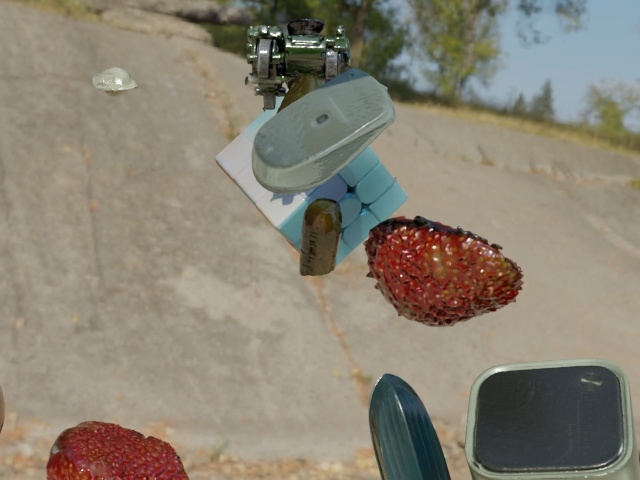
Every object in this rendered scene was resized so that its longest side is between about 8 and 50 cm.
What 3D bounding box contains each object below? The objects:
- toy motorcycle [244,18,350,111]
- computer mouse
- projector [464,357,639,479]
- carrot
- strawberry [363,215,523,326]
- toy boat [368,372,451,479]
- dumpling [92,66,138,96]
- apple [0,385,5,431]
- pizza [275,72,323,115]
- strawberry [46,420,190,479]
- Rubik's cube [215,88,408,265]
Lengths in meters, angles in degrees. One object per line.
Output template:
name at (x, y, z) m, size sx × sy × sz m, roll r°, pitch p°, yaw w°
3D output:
toy motorcycle at (-0.046, -0.342, 1.928) m, size 0.205 × 0.127 × 0.275 m, roll 1°, pitch -11°, yaw 0°
computer mouse at (0.002, -0.152, 1.454) m, size 0.128 × 0.231 × 0.079 m, roll 61°, pitch 3°, yaw 34°
projector at (0.378, 0.362, 1.595) m, size 0.248 × 0.249 × 0.248 m, roll -6°, pitch 35°, yaw 18°
carrot at (0.000, 0.000, 1.985) m, size 0.082 × 0.173 × 0.082 m, roll 3°, pitch 33°, yaw -2°
strawberry at (0.188, 0.062, 1.662) m, size 0.233 × 0.138 × 0.306 m, roll 43°, pitch -17°, yaw -12°
toy boat at (0.153, 0.373, 1.727) m, size 0.114 × 0.296 × 0.122 m, roll -15°, pitch -9°, yaw -10°
dumpling at (-0.367, -0.282, 1.774) m, size 0.076 × 0.052 × 0.057 m, roll 51°, pitch 22°, yaw 9°
apple at (-0.469, 0.226, 1.176) m, size 0.173 × 0.235 × 0.210 m, roll 40°, pitch -37°, yaw -17°
pizza at (-0.037, -0.222, 1.691) m, size 0.041 × 0.131 × 0.178 m, roll 34°, pitch 6°, yaw -23°
strawberry at (-0.422, 0.509, 2.060) m, size 0.351 × 0.267 × 0.312 m, roll 44°, pitch 7°, yaw -34°
Rubik's cube at (-0.019, -0.149, 2.408) m, size 0.291 × 0.290 × 0.291 m, roll 48°, pitch 1°, yaw 36°
